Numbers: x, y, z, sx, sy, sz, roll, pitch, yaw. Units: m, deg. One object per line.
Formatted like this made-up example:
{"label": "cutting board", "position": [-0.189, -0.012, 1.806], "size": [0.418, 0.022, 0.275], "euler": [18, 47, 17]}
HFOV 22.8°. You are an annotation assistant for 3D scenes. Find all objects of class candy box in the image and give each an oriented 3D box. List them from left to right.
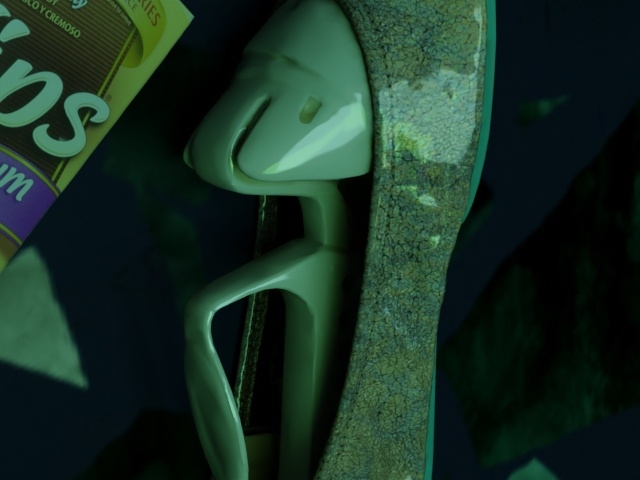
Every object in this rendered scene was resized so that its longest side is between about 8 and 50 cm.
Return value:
{"label": "candy box", "position": [-0.140, -0.043, 0.532], "size": [0.109, 0.053, 0.187], "euler": [45, 72, -36]}

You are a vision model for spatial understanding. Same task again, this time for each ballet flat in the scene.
{"label": "ballet flat", "position": [0.000, 0.000, 0.624], "size": [0.106, 0.107, 0.316], "euler": [-3, 102, -30]}
